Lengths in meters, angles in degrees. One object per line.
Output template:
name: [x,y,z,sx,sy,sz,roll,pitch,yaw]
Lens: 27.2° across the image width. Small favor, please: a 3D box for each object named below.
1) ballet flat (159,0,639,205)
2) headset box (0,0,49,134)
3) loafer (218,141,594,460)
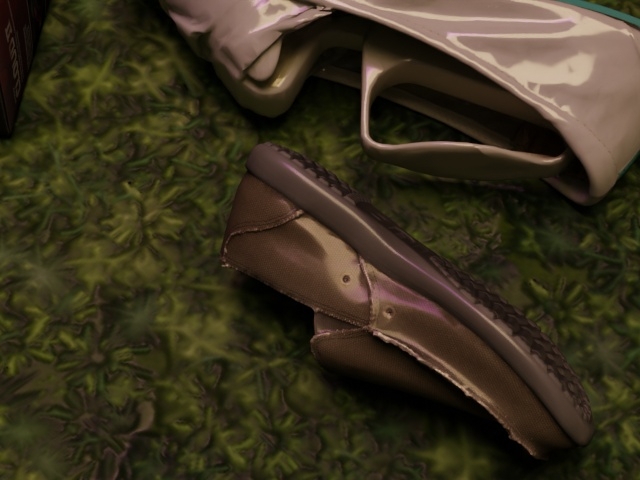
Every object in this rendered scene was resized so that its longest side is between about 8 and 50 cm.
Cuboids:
ballet flat: [0.023,-0.124,0.849,0.400,0.139,0.139,19,55,9]
headset box: [-0.293,-0.198,0.881,0.218,0.110,0.293,6,54,0]
loafer: [0.043,0.046,0.751,0.251,0.094,0.087,39,100,18]
